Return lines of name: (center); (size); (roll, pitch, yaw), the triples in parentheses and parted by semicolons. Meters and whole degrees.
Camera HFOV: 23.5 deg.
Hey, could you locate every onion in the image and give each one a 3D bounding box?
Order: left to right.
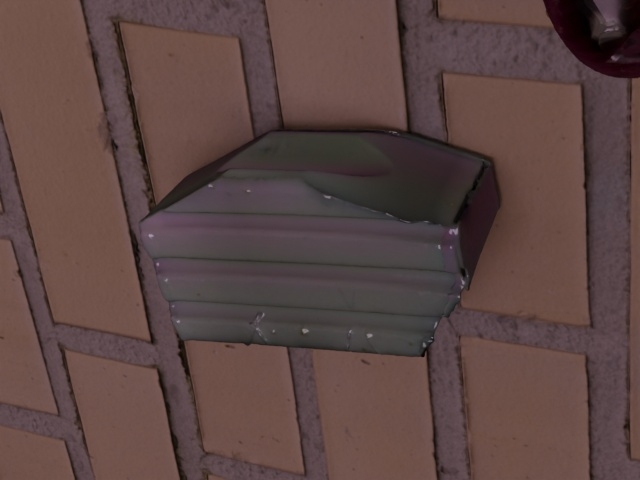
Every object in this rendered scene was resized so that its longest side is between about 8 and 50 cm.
onion: (0.301, -0.262, 1.536); (0.201, 0.200, 0.207); (12, 123, 22)

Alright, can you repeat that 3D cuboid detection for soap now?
soap: (0.000, 0.000, 1.916); (0.446, 0.156, 0.261); (2, 124, 29)
